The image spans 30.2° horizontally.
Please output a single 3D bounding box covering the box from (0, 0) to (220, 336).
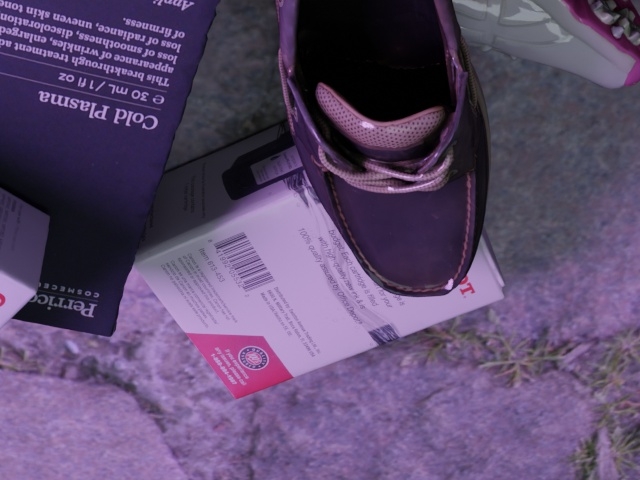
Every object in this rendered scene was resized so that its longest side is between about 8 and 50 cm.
[{"bbox_3d":[-0.252,-0.136,0.723,0.343,0.179,0.312,13,126,-16],"label":"box"}]

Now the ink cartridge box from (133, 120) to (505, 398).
[{"bbox_3d":[0.000,0.000,0.915,0.237,0.100,0.172,-22,128,12],"label":"ink cartridge box"}]

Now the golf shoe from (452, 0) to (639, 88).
[{"bbox_3d":[0.081,-0.178,0.784,0.306,0.115,0.140,30,129,-18],"label":"golf shoe"}]

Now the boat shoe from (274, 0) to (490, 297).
[{"bbox_3d":[0.028,-0.089,0.701,0.132,0.130,0.355,-7,129,13],"label":"boat shoe"}]

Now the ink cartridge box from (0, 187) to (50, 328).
[{"bbox_3d":[-0.263,0.003,0.675,0.175,0.072,0.127,33,119,-28],"label":"ink cartridge box"}]
